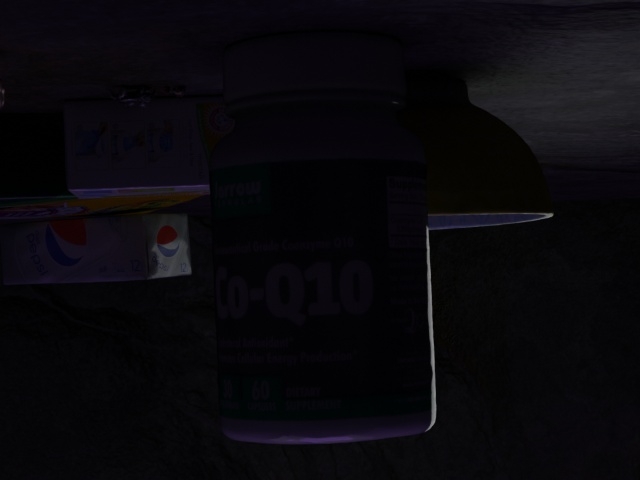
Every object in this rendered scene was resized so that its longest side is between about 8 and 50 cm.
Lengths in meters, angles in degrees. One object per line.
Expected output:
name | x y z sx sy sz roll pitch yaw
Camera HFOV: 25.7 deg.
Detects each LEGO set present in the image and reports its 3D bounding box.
LEGO set | -0.184 -0.151 1.498 0.083 0.023 0.054 -3 177 6

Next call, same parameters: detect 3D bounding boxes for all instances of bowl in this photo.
bowl | 0.111 -0.095 1.572 0.289 0.156 0.289 -2 177 0

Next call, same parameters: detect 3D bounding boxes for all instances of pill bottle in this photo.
pill bottle | 0.000 0.000 1.306 0.204 0.361 0.204 -3 177 0

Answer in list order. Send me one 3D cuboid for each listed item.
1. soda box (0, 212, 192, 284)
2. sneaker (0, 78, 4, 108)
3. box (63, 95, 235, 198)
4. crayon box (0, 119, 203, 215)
soda box | -0.321 0.012 1.979 0.286 0.091 0.098 -3 -179 36
sneaker | -0.376 -0.123 1.210 0.088 0.093 0.225 -5 177 44
box | -0.186 -0.106 1.616 0.203 0.103 0.114 -2 177 -3
crayon box | -0.344 -0.087 1.837 0.313 0.106 0.363 -2 178 -21
